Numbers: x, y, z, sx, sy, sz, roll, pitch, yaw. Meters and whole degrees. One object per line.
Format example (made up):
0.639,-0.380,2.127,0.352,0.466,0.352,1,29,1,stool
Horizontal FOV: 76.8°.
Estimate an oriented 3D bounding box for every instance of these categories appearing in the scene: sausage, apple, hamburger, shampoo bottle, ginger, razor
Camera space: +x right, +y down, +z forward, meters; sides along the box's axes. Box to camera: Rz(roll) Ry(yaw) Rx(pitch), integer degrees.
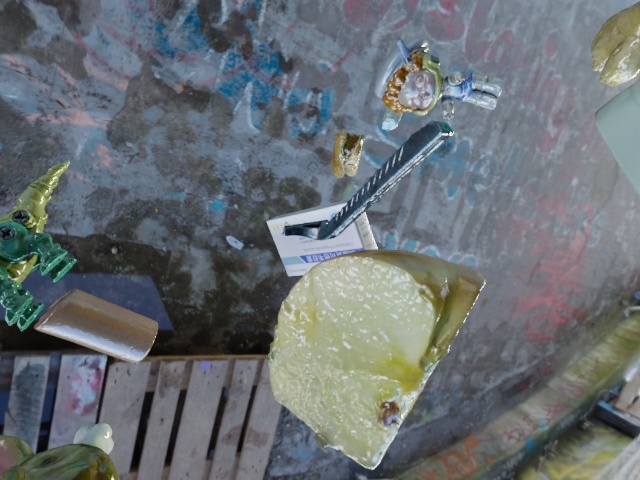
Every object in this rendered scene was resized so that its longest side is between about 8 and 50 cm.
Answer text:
-0.558,0.214,1.023,0.253,0.123,0.123,33,87,-30,sausage
0.095,0.153,0.614,0.314,0.252,0.308,13,106,-18,apple
0.100,-0.336,1.667,0.124,0.262,0.130,15,73,4,hamburger
0.268,-0.475,1.471,0.049,0.072,0.212,63,33,-37,shampoo bottle
0.489,-0.333,0.510,0.065,0.299,0.117,16,55,-21,ginger
0.042,-0.042,0.368,0.066,0.190,0.033,-11,72,-43,razor

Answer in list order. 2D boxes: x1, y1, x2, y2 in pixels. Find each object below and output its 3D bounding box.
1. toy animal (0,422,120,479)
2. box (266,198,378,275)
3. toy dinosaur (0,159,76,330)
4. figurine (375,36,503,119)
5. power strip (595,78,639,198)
-0.278,0.297,0.424,0.180,0.363,0.181,-42,123,6,toy animal
0.000,0.000,1.198,0.065,0.344,0.200,-33,108,-44,box
-0.396,0.004,0.527,0.153,0.094,0.259,38,64,-8,toy dinosaur
0.372,-0.496,1.301,0.382,0.224,0.205,21,57,-3,figurine
0.383,-0.117,0.321,0.140,0.224,0.139,-5,68,-28,power strip
